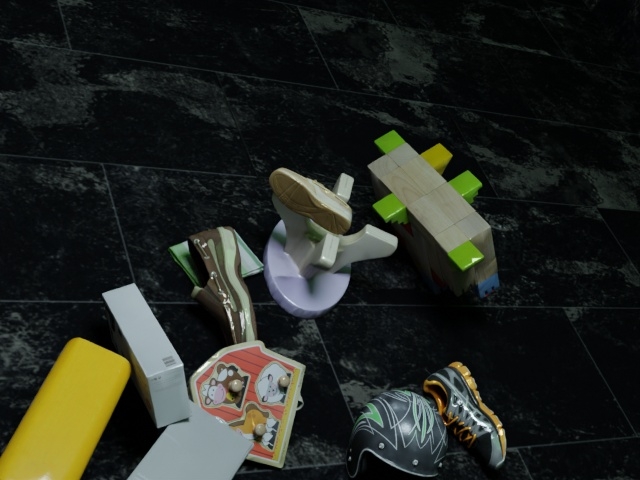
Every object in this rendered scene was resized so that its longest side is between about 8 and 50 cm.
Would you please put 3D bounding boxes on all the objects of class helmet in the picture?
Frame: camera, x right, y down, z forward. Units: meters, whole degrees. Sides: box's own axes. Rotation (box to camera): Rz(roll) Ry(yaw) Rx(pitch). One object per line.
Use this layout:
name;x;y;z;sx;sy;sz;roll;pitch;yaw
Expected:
helmet;0.129;0.326;1.614;0.169;0.161;0.169;19;41;-17

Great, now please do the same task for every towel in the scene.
towel;-0.192;0.036;1.818;0.152;0.023;0.113;-20;60;-42

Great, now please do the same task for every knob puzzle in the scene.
knob puzzle;-0.116;0.247;1.544;0.213;0.030;0.213;7;78;-33

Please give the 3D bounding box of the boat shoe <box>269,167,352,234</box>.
boat shoe;-0.015;-0.077;1.774;0.170;0.063;0.059;37;37;-9

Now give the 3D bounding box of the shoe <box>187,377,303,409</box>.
shoe;-0.122;0.252;1.590;0.219;0.076;0.058;1;42;-36

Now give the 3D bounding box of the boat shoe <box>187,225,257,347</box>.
boat shoe;-0.178;0.098;1.703;0.095;0.095;0.257;-5;58;-19

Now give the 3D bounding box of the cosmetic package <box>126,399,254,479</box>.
cosmetic package;-0.208;0.355;1.407;0.127;0.107;0.238;35;36;4

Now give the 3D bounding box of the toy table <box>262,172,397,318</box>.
toy table;0.000;0.000;1.873;0.252;0.161;0.274;17;42;-19

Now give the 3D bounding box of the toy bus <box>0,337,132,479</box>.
toy bus;-0.368;0.296;1.333;0.108;0.130;0.333;27;39;-7

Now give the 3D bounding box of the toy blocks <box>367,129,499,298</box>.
toy blocks;0.232;-0.009;1.981;0.190;0.261;0.381;-31;50;-9

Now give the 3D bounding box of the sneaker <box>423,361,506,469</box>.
sneaker;0.260;0.322;1.784;0.083;0.084;0.215;-12;52;-25

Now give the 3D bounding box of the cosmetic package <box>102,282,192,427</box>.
cosmetic package;-0.265;0.169;1.491;0.060;0.099;0.239;-19;34;-19
